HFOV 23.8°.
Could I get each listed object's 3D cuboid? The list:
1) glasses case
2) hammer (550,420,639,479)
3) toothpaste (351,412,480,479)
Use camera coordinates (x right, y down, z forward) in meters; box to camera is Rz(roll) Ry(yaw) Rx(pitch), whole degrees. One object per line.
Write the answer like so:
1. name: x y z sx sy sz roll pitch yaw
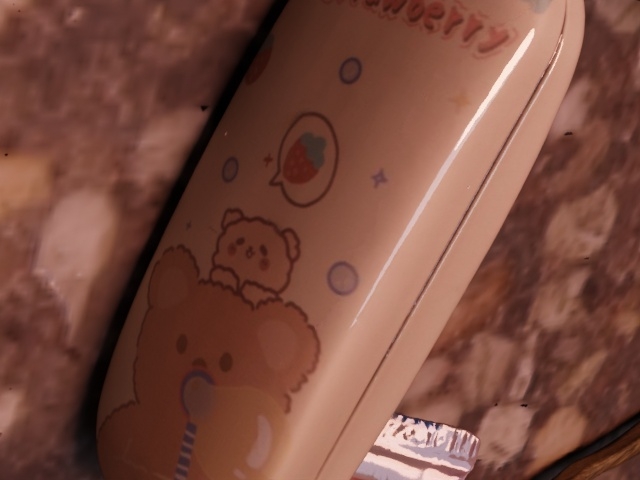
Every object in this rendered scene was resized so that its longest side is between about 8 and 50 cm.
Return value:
1. glasses case: 0.000 0.000 0.412 0.051 0.081 0.204 11 111 -46
2. hammer: 0.116 0.091 0.620 0.292 0.029 0.058 -26 136 -24
3. toothpaste: -0.026 0.156 0.526 0.089 0.057 0.234 15 112 -14
